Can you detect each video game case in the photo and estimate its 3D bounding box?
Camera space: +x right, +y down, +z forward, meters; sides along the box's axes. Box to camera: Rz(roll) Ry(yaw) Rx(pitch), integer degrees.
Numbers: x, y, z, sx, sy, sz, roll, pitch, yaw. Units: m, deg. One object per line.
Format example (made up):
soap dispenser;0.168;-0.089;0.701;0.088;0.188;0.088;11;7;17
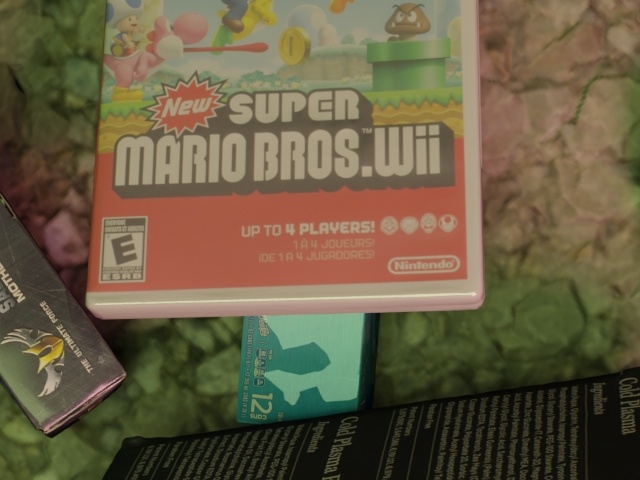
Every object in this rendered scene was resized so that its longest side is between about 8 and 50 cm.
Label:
video game case;-0.017;-0.098;0.896;0.204;0.025;0.285;-2;69;7

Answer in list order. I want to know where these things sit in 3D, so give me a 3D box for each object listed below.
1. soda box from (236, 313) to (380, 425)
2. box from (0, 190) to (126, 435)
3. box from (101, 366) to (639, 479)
soda box;0.000;0.000;0.953;0.071;0.067;0.210;6;98;10
box;-0.197;0.002;0.931;0.059;0.183;0.232;-35;90;-10
box;0.061;0.270;0.883;0.313;0.179;0.343;-11;107;11
